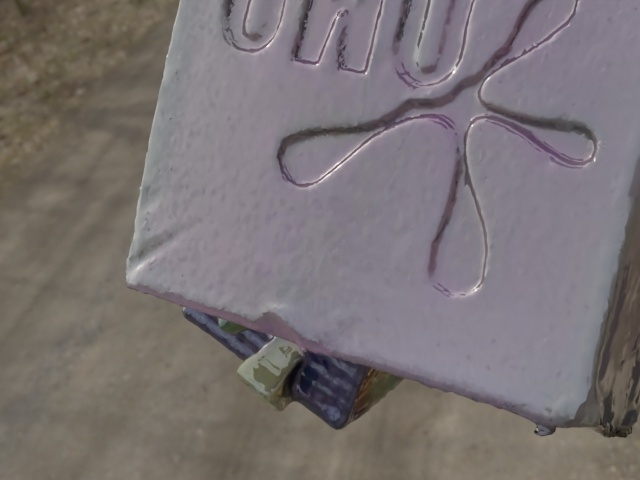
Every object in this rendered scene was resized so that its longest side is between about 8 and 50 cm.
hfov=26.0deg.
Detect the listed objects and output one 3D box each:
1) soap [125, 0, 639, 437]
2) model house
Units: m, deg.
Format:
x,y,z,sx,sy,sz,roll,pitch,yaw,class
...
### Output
x,y,z,sx,sy,sz,roll,pitch,yaw,class
0.057,-0.069,0.739,0.296,0.285,0.107,13,4,32,soap
0.000,0.000,1.216,0.245,0.312,0.280,35,80,20,model house
